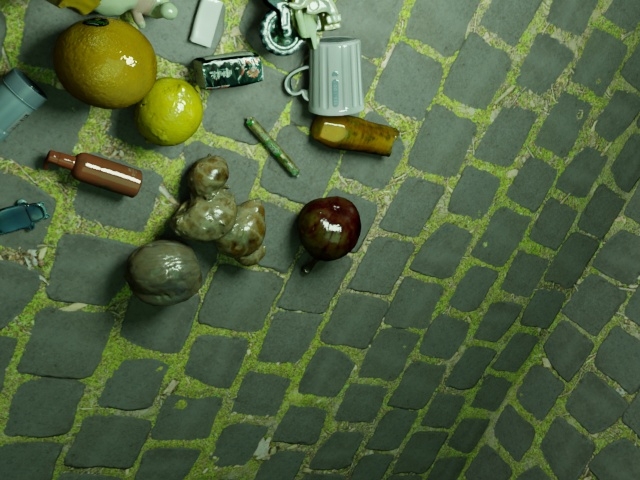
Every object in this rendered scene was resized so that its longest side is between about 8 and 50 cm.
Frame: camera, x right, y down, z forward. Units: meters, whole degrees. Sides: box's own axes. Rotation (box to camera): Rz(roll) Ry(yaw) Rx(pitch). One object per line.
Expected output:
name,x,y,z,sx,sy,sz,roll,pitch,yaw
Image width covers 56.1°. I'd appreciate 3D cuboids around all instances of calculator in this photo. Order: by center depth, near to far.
calculator,-0.803,-0.065,1.605,0.141,0.019,0.094,-19,124,-20

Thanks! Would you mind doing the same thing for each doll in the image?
doll,-0.472,-0.597,1.440,0.274,0.113,0.155,4,106,-22

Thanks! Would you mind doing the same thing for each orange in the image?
orange,-0.510,-0.423,1.437,0.236,0.236,0.237,-13,121,-22

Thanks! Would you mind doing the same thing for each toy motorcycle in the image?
toy motorcycle,-0.059,-0.695,1.558,0.236,0.169,0.411,-7,111,-15

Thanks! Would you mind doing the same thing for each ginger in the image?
ginger,-0.282,-0.062,1.791,0.256,0.176,0.375,-54,128,-12

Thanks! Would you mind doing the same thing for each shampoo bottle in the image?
shampoo bottle,-0.605,-0.186,1.606,0.244,0.085,0.086,17,107,-31

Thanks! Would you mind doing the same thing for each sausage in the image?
sausage,-0.141,-0.283,1.827,0.033,0.033,0.269,-44,127,0

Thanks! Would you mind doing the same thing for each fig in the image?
fig,0.000,0.000,1.994,0.216,0.217,0.321,-1,144,-27

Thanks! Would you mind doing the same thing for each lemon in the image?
lemon,-0.401,-0.334,1.577,0.173,0.174,0.206,25,115,-35

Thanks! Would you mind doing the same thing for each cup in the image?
cup,0.021,-0.472,1.730,0.220,0.167,0.202,-14,119,-23

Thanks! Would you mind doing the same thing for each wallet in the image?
wallet,-0.302,-0.579,1.585,0.061,0.025,0.122,10,110,-30

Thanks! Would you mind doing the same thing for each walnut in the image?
walnut,-0.463,0.098,1.767,0.224,0.224,0.224,-13,121,-22

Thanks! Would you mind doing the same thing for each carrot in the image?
carrot,0.118,-0.331,1.892,0.301,0.114,0.114,6,113,-31

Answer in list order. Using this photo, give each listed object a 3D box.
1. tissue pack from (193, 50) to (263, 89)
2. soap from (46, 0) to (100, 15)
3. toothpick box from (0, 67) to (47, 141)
tissue pack,-0.250,-0.462,1.630,0.170,0.103,0.091,-16,115,-21
soap,-0.562,-0.594,1.295,0.080,0.257,0.160,-7,127,-63
toothpick box,-0.750,-0.325,1.440,0.153,0.101,0.101,-42,127,1
